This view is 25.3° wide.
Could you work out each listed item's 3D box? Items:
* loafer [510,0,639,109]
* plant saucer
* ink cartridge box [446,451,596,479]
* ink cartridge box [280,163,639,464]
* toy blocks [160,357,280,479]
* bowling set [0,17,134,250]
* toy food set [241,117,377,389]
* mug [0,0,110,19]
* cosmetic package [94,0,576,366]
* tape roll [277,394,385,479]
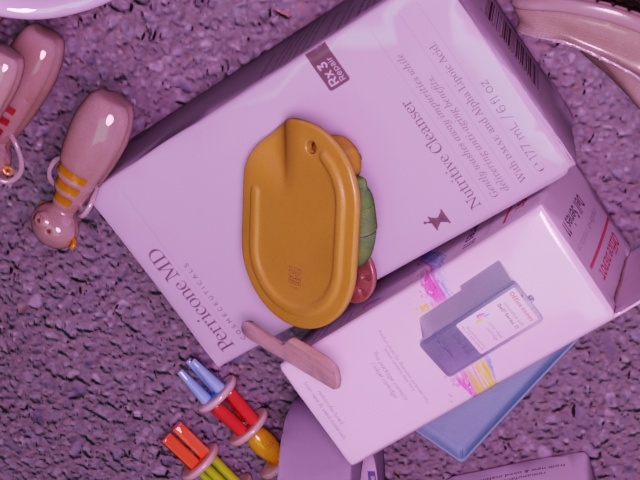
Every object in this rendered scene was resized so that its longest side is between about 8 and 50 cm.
[{"bbox_3d":[0.288,-0.152,1.236,0.269,0.102,0.092,18,110,1],"label":"loafer"},{"bbox_3d":[0.175,0.141,1.434,0.067,0.018,0.192,35,114,-7],"label":"plant saucer"},{"bbox_3d":[0.217,0.428,1.353,0.160,0.384,0.279,-13,111,15],"label":"ink cartridge box"},{"bbox_3d":[0.157,0.041,1.281,0.353,0.207,0.119,-33,95,22],"label":"ink cartridge box"},{"bbox_3d":[-0.114,0.199,1.490,0.123,0.054,0.148,-37,103,22],"label":"toy blocks"},{"bbox_3d":[-0.321,-0.127,1.244,0.287,0.200,0.154,46,116,36],"label":"bowling set"},{"bbox_3d":[0.000,0.000,1.207,0.128,0.071,0.217,20,114,38],"label":"toy food set"},{"bbox_3d":[-0.252,-0.306,1.047,0.328,0.276,0.374,-21,141,11],"label":"mug"},{"bbox_3d":[0.011,-0.077,1.287,0.385,0.156,0.217,-33,105,20],"label":"cosmetic package"},{"bbox_3d":[0.014,0.261,1.405,0.072,0.219,0.219,-3,113,11],"label":"tape roll"}]
